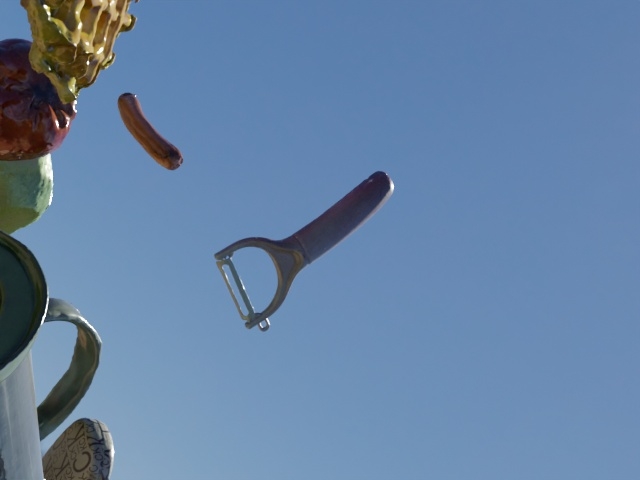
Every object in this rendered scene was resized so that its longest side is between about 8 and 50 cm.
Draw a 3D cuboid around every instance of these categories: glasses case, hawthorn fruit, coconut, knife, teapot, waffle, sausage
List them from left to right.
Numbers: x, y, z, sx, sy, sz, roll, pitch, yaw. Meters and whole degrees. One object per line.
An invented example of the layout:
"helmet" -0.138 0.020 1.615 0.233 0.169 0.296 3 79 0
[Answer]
"teapot" -0.314 0.153 1.248 0.200 0.270 0.337 38 -39 29
"coconut" -0.525 -0.119 2.167 0.236 0.204 0.236 27 -59 57
"hawthorn fruit" -0.406 -0.181 1.833 0.173 0.173 0.179 48 -18 -7
"glasses case" -0.442 0.439 2.295 0.085 0.355 0.137 20 27 -34
"waffle" -0.230 -0.306 1.434 0.068 0.302 0.325 14 -44 6
"sausage" -0.273 -0.173 2.224 0.177 0.047 0.040 48 -6 33
"knife" 0.002 0.000 1.752 0.053 0.278 0.123 18 -45 49
